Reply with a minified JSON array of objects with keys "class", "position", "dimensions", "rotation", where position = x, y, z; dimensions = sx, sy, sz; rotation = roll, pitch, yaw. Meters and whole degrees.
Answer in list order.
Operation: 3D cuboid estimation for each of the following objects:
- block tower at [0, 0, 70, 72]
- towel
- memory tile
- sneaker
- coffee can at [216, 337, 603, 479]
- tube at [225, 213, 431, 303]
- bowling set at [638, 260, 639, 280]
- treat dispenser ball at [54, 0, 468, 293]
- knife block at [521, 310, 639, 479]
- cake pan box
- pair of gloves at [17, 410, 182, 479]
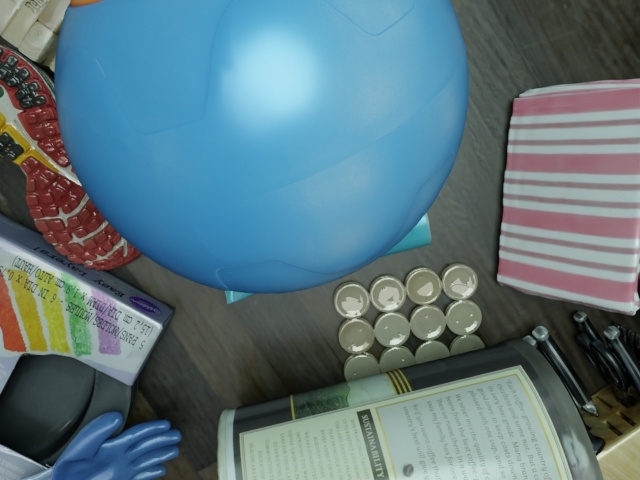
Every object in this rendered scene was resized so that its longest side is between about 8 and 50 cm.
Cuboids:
[{"class":"block tower","position":[-0.326,-0.276,0.512],"dimensions":[0.335,0.091,0.097],"rotation":[36,93,-6]},{"class":"towel","position":[0.229,-0.041,0.543],"dimensions":[0.029,0.144,0.196],"rotation":[-1,99,-31]},{"class":"memory tile","position":[0.090,0.086,0.612],"dimensions":[0.148,0.012,0.113],"rotation":[-10,97,-1]},{"class":"sneaker","position":[-0.228,-0.074,0.546],"dimensions":[0.088,0.092,0.225],"rotation":[-24,114,1]},{"class":"coffee can","position":[0.069,0.214,0.524],"dimensions":[0.276,0.201,0.201],"rotation":[-13,97,-3]},{"class":"tube","position":[0.000,0.000,0.584],"dimensions":[0.207,0.052,0.080],"rotation":[-13,86,5]},{"class":"bowling set","position":[0.357,0.032,0.558],"dimensions":[0.154,0.287,0.200],"rotation":[51,137,-8]},{"class":"treat dispenser ball","position":[-0.039,-0.104,0.445],"dimensions":[0.288,0.288,0.288],"rotation":[0,97,-2]},{"class":"knife block","position":[0.289,0.217,0.598],"dimensions":[0.242,0.088,0.275],"rotation":[10,97,-3]},{"class":"cake pan box","position":[-0.306,0.117,0.572],"dimensions":[0.267,0.070,0.245],"rotation":[31,97,-7]},{"class":"pair of gloves","position":[-0.203,0.247,0.567],"dimensions":[0.159,0.023,0.198],"rotation":[-15,119,-23]}]
